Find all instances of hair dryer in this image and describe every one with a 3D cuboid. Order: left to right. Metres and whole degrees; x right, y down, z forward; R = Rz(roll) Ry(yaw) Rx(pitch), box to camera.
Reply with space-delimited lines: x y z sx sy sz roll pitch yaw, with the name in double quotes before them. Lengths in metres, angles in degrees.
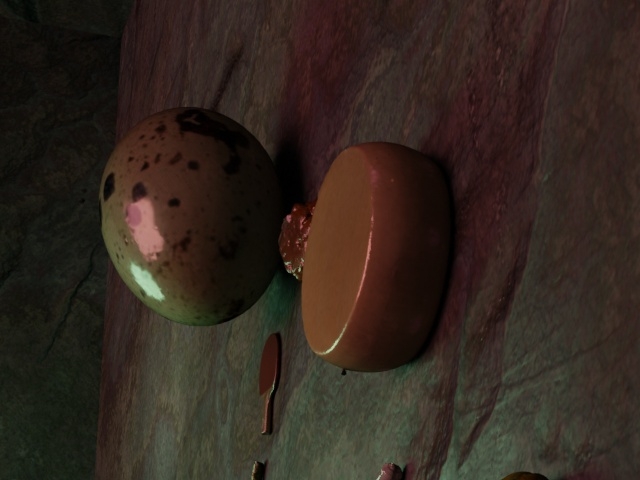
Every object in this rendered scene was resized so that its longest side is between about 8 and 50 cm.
"hair dryer" 0.058 0.295 1.781 0.082 0.047 0.137 -100 30 -50

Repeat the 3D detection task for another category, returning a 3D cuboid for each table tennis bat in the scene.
"table tennis bat" -0.077 0.216 2.351 0.087 0.013 0.156 134 143 -61

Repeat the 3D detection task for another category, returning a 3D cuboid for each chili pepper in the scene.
"chili pepper" -0.095 0.368 2.318 0.027 0.022 0.083 127 152 -62

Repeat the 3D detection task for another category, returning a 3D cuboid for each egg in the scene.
"egg" -0.194 -0.035 2.386 0.287 0.288 0.379 117 153 -48

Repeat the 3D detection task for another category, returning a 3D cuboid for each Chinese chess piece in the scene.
"Chinese chess piece" 0.061 0.019 1.800 0.273 0.102 0.273 -170 90 -73

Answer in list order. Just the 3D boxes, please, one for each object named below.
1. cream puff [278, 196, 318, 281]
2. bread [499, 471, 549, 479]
"cream puff" 0.000 0.000 2.057 0.122 0.094 0.116 7 92 51
"bread" 0.164 0.270 1.368 0.139 0.071 0.130 120 158 -52
